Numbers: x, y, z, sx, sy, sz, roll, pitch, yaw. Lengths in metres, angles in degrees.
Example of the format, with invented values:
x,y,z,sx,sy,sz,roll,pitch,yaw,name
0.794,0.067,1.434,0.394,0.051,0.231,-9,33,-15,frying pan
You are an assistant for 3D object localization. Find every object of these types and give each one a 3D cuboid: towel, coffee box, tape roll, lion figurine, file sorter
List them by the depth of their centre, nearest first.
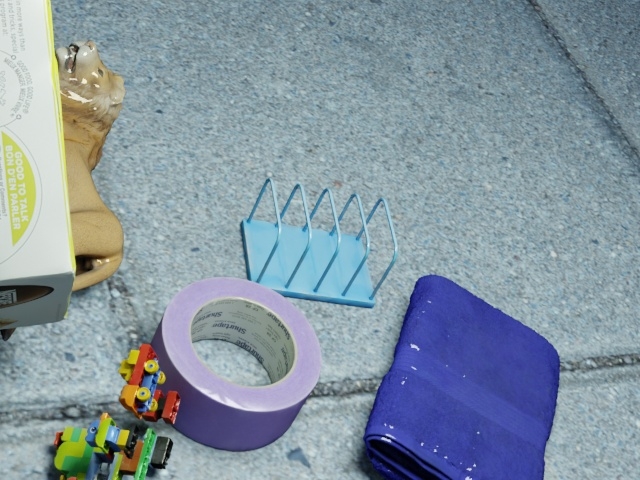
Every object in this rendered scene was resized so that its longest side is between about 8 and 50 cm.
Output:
x,y,z,sx,sy,sz,roll,pitch,yaw,name
-0.405,-0.089,1.080,0.334,0.337,0.338,-6,81,-15,coffee box
-0.099,0.137,1.354,0.189,0.080,0.189,15,44,-15,tape roll
-0.313,-0.063,1.422,0.240,0.142,0.392,1,62,-38,lion figurine
0.176,0.197,1.456,0.227,0.076,0.308,32,40,-7,towel
0.000,0.000,1.528,0.170,0.104,0.118,9,45,-21,file sorter

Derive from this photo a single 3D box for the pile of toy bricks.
x,y,z,sx,sy,sz,roll,pitch,yaw,name
-0.223,0.215,1.209,0.105,0.118,0.212,4,57,14,pile of toy bricks
